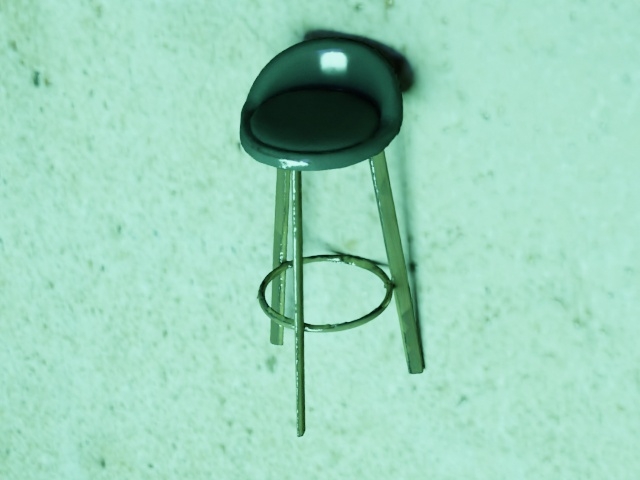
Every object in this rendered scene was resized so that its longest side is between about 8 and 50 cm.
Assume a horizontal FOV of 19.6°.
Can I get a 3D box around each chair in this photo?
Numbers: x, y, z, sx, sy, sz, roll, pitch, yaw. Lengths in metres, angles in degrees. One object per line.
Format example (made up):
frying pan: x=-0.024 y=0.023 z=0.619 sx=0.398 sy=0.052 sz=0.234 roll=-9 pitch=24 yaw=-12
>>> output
chair: x=0.000 y=-0.001 z=1.089 sx=0.104 sy=0.095 sz=0.221 roll=8 pitch=120 yaw=17
